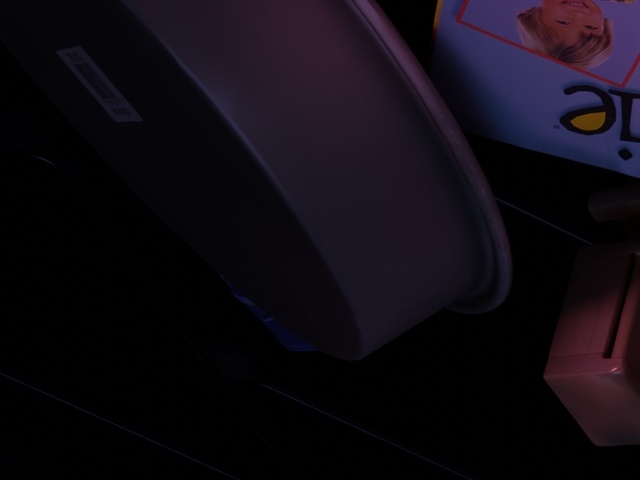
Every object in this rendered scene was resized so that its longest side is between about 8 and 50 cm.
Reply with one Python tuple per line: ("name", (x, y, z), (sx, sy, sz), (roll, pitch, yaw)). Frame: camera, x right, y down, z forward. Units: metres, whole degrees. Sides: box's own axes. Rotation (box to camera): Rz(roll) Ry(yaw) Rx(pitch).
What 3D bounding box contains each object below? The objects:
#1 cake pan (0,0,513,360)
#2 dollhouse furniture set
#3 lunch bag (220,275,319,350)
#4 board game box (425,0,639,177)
("cake pan", (-0.055, -0.068, 0.627), (0.293, 0.054, 0.293), (45, 169, 11))
("dollhouse furniture set", (0.179, 0.017, 0.644), (0.101, 0.182, 0.161), (-9, 137, 36))
("lunch bag", (0.000, 0.000, 0.789), (0.067, 0.098, 0.065), (-4, 137, 40))
("board game box", (0.125, -0.149, 0.472), (0.144, 0.142, 0.275), (16, 146, 6))
